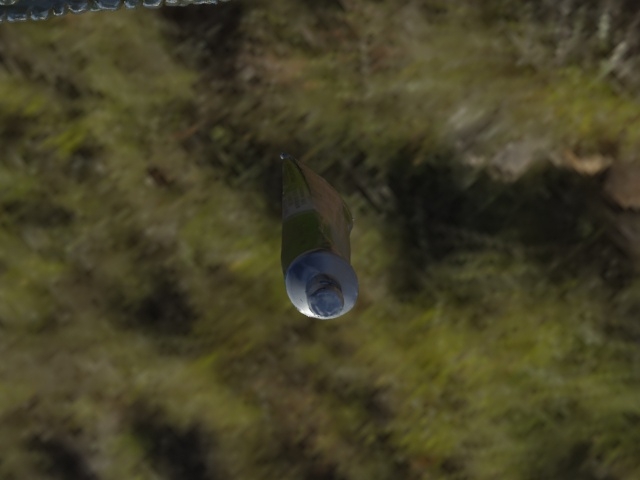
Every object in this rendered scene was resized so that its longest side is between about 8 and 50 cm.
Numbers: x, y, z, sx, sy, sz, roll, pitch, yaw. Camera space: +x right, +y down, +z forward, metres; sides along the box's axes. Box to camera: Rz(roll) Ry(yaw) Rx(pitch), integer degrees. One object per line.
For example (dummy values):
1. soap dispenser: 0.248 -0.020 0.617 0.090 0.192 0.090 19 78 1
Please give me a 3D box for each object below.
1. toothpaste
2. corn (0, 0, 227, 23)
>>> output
1. toothpaste: 0.000 0.000 1.394 0.078 0.248 0.047 42 104 -15
2. corn: -0.091 -0.131 0.811 0.087 0.211 0.087 177 90 -70
